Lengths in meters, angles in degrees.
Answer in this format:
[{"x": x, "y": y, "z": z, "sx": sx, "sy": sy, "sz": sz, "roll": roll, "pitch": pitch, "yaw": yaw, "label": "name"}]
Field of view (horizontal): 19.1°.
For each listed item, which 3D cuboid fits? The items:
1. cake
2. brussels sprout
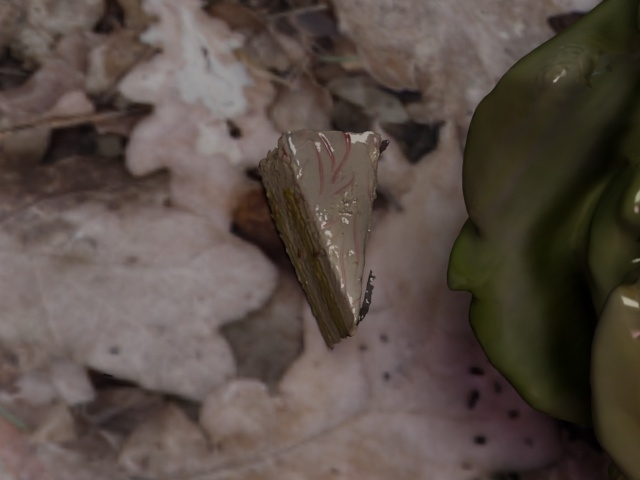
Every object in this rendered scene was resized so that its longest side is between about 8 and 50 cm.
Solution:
[{"x": 0.000, "y": 0.000, "z": 1.020, "sx": 0.065, "sy": 0.052, "sz": 0.121, "roll": 12, "pitch": 60, "yaw": -17, "label": "cake"}, {"x": 0.310, "y": 0.016, "z": 0.954, "sx": 0.425, "sy": 0.342, "sz": 0.361, "roll": 52, "pitch": 33, "yaw": 9, "label": "brussels sprout"}]
